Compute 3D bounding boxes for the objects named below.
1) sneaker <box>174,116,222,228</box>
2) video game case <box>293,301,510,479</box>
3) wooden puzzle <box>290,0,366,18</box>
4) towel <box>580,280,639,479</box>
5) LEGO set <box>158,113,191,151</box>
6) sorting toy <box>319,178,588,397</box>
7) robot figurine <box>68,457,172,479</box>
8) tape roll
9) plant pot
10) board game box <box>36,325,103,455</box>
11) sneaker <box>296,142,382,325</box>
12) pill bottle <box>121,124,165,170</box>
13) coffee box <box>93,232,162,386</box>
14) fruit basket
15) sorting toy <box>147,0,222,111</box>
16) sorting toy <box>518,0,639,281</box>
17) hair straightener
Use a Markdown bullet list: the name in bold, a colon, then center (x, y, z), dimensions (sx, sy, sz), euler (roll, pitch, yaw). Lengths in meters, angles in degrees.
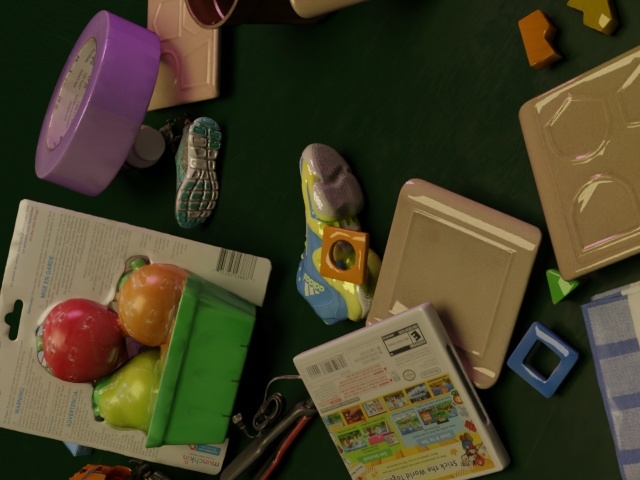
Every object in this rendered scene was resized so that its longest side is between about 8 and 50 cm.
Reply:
- **sneaker**: center (-0.189, -0.101, 1.703), dimensions (0.076, 0.065, 0.167), euler (16, 95, 62)
- **video game case**: center (0.090, 0.198, 1.350), dimensions (0.227, 0.026, 0.206), euler (-27, 90, 42)
- **wooden puzzle**: center (0.036, -0.399, 1.413), dimensions (0.044, 0.220, 0.239), euler (87, 164, -68)
- **towel**: center (0.392, 0.119, 1.095), dimensions (0.285, 0.034, 0.209), euler (-23, 73, 44)
- **LEGO set**: center (-0.232, -0.170, 1.766), dimensions (0.083, 0.023, 0.054), euler (-47, 56, 33)
- **sorting toy**: center (0.153, 0.046, 1.313), dimensions (0.347, 0.047, 0.196), euler (25, 110, 29)
- **robot figurine**: center (-0.256, 0.413, 1.653), dimensions (0.291, 0.085, 0.211), euler (-4, 118, 52)
- **tape roll**: center (-0.345, -0.209, 1.753), dimensions (0.275, 0.090, 0.275), euler (-43, 36, 42)
- **plant pot**: center (-0.072, -0.355, 1.505), dimensions (0.167, 0.165, 0.167), euler (2, 92, 56)
- **board game box**: center (-0.427, 0.236, 1.922), dimensions (0.211, 0.039, 0.160), euler (38, 114, 41)
- **sneaker**: center (0.000, 0.000, 1.466), dimensions (0.126, 0.091, 0.240), euler (-34, 64, 40)
- **pill bottle**: center (-0.283, -0.144, 1.765), dimensions (0.120, 0.067, 0.067), euler (-1, 86, 63)
- **coffee box**: center (-0.263, 0.122, 1.720), dimensions (0.141, 0.098, 0.247), euler (25, 104, 44)
- **fruit basket**: center (-0.272, 0.137, 1.579), dimensions (0.352, 0.165, 0.327), euler (14, 100, 2)
- **sorting toy**: center (-0.205, -0.303, 1.747), dimensions (0.208, 0.038, 0.193), euler (-4, 84, 50)
- **sorting toy**: center (0.314, -0.133, 1.193), dimensions (0.229, 0.041, 0.307), euler (-28, 61, 36)
- **hair straightener**: center (-0.076, 0.258, 1.523), dimensions (0.230, 0.089, 0.047), euler (-52, 14, 30)
